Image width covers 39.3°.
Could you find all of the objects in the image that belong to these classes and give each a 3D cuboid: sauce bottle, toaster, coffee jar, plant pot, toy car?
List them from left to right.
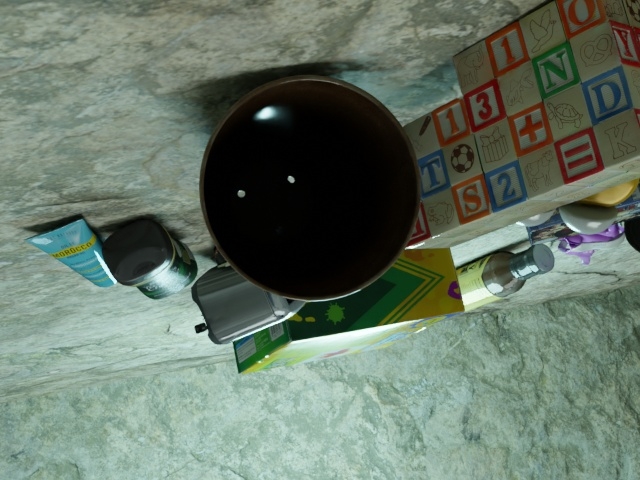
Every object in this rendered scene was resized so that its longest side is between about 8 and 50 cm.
[{"bbox_3d":[-0.243,0.029,1.285,0.096,0.079,0.184,-29,167,0],"label":"coffee jar"},{"bbox_3d":[-0.117,0.089,1.518,0.147,0.129,0.227,-22,-177,16],"label":"toaster"},{"bbox_3d":[-0.032,-0.049,0.958,0.216,0.215,0.230,-10,-178,-13],"label":"plant pot"},{"bbox_3d":[0.419,0.090,2.168,0.112,0.111,0.344,-4,164,-36],"label":"sauce bottle"},{"bbox_3d":[0.321,-0.105,1.184,0.182,0.159,0.136,7,-148,2],"label":"toy car"}]

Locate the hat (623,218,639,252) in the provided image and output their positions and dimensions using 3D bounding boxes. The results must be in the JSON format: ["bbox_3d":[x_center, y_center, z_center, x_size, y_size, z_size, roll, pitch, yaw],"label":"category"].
[{"bbox_3d":[0.744,-0.056,1.676,0.332,0.331,0.133,-9,130,-17],"label":"hat"}]

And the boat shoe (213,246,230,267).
[{"bbox_3d":[-0.147,0.020,1.449,0.049,0.042,0.133,-23,180,-11],"label":"boat shoe"}]

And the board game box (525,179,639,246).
[{"bbox_3d":[0.456,-0.053,1.459,0.243,0.042,0.165,-16,167,12],"label":"board game box"}]

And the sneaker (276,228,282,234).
[{"bbox_3d":[0.000,0.000,1.414,0.233,0.081,0.090,-8,173,-16],"label":"sneaker"}]

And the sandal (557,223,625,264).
[{"bbox_3d":[0.590,-0.001,1.958,0.169,0.102,0.416,-20,165,29],"label":"sandal"}]

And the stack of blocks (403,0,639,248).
[{"bbox_3d":[0.196,-0.113,0.912,0.087,0.171,0.297,-1,164,-43],"label":"stack of blocks"}]

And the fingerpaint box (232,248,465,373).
[{"bbox_3d":[0.034,0.146,1.903,0.371,0.163,0.445,-8,167,-19],"label":"fingerpaint box"}]

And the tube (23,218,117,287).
[{"bbox_3d":[-0.330,0.015,1.239,0.080,0.052,0.207,-24,162,-1],"label":"tube"}]
